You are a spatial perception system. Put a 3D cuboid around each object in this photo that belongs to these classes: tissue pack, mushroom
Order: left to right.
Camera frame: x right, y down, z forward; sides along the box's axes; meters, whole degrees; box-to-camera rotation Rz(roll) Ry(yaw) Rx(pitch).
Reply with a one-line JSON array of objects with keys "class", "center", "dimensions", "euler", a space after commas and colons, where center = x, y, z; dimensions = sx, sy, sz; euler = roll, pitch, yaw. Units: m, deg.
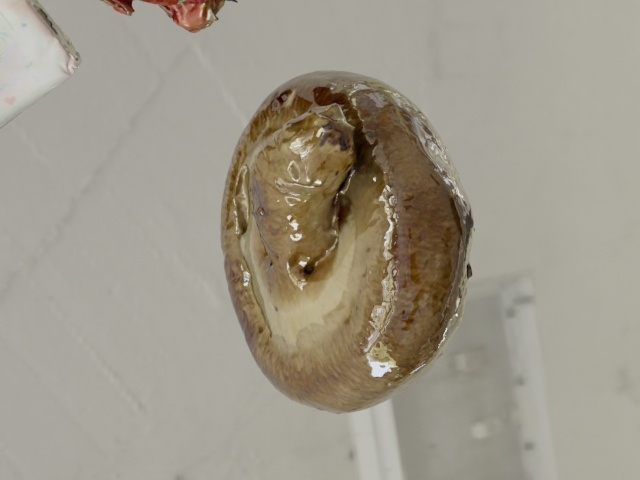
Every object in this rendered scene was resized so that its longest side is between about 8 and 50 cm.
[{"class": "tissue pack", "center": [-0.420, -0.189, 1.552], "dimensions": [0.201, 0.271, 0.124], "euler": [54, -179, -19]}, {"class": "mushroom", "center": [0.022, 0.003, 1.436], "dimensions": [0.239, 0.345, 0.345], "euler": [15, -118, -10]}]

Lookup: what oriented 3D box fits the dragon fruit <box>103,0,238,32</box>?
[{"class": "dragon fruit", "center": [-0.188, -0.364, 1.336], "dimensions": [0.343, 0.277, 0.277], "euler": [31, -125, -27]}]
